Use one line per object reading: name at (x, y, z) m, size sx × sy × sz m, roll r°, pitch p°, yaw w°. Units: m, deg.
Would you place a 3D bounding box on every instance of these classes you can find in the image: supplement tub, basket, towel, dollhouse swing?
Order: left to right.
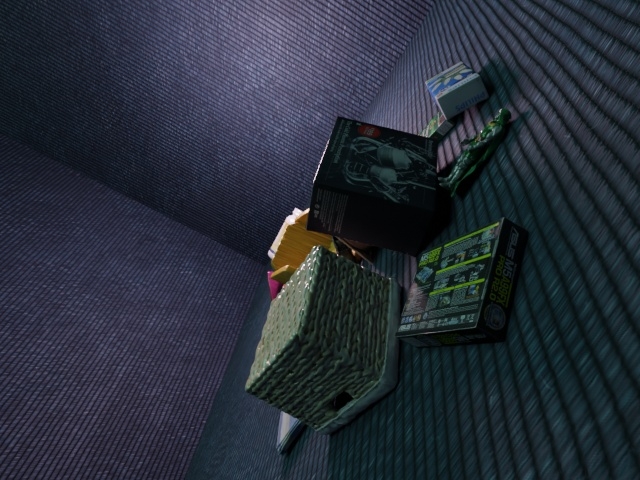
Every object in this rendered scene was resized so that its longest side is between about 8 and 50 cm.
supplement tub at (-0.132, -0.002, 2.495) m, size 0.316 × 0.228 × 0.228 m, roll -61°, pitch 11°, yaw 4°
towel at (-0.053, 0.511, 1.396) m, size 0.285 × 0.034 × 0.209 m, roll -58°, pitch 9°, yaw 12°
dollhouse swing at (0.000, 0.000, 1.801) m, size 0.305 × 0.315 × 0.347 m, roll 114°, pitch 177°, yaw -55°
basket at (0.009, 0.254, 1.126) m, size 0.328 × 0.266 × 0.331 m, roll -52°, pitch 16°, yaw 38°

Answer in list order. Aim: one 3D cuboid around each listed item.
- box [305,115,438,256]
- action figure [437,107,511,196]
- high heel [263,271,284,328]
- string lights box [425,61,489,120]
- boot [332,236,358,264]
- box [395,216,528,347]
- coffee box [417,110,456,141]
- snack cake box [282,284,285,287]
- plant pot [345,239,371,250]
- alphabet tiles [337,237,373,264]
box at (0.154, -0.164, 1.246) m, size 0.179 × 0.312 × 0.343 m, roll 102°, pitch -177°, yaw -46°
action figure at (0.386, -0.225, 1.095) m, size 0.232 × 0.063 × 0.137 m, roll -53°, pitch 10°, yaw 25°
high heel at (-0.287, 0.365, 2.437) m, size 0.377 × 0.181 × 0.127 m, roll -67°, pitch 12°, yaw -23°
string lights box at (0.417, -0.469, 1.364) m, size 0.133 × 0.077 × 0.260 m, roll -27°, pitch 24°, yaw 18°
boot at (0.078, 0.045, 1.581) m, size 0.082 × 0.106 × 0.219 m, roll -22°, pitch 52°, yaw 15°
box at (0.265, 0.095, 0.861) m, size 0.216 × 0.060 × 0.270 m, roll -66°, pitch 12°, yaw -23°
coffee box at (0.387, -0.371, 1.484) m, size 0.184 × 0.040 × 0.113 m, roll -49°, pitch 17°, yaw 51°
snack cake box at (-0.116, 0.220, 2.250) m, size 0.152 × 0.089 × 0.264 m, roll -63°, pitch 10°, yaw 3°
plant pot at (0.145, -0.131, 1.523) m, size 0.229 × 0.263 × 0.263 m, roll -48°, pitch 14°, yaw 16°
alphabet tiles at (0.098, -0.020, 1.551) m, size 0.009 × 0.198 × 0.237 m, roll -49°, pitch 14°, yaw 16°
